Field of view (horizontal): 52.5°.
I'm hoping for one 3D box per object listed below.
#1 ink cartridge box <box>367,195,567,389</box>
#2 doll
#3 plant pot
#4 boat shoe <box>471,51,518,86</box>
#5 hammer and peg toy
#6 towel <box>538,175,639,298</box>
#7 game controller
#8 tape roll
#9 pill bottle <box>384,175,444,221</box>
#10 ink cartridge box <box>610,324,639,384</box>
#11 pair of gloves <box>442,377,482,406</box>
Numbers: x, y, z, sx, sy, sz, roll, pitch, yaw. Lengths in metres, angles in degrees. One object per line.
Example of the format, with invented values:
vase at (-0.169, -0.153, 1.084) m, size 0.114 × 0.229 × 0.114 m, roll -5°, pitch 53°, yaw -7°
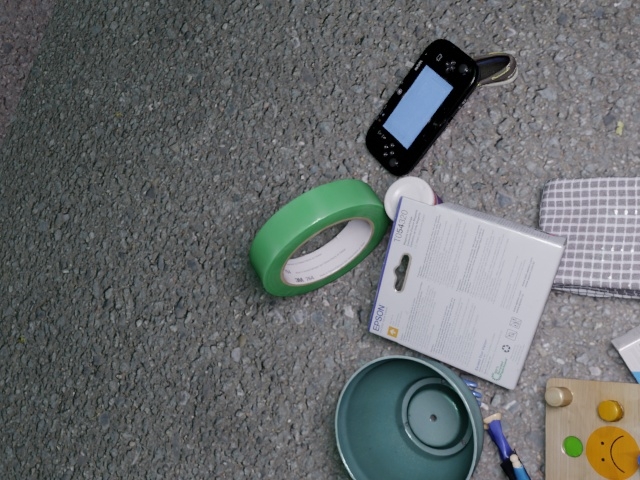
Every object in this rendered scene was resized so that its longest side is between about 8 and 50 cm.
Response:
ink cartridge box at (0.288, 0.097, 1.325) m, size 0.330 × 0.071 × 0.324 m, roll 21°, pitch 114°, yaw 21°
doll at (0.377, 0.438, 1.274) m, size 0.046 × 0.129 × 0.189 m, roll -20°, pitch 57°, yaw -4°
plant pot at (0.202, 0.370, 1.310) m, size 0.293 × 0.196 × 0.293 m, roll -2°, pitch 86°, yaw 31°
boat shoe at (0.346, -0.391, 1.530) m, size 0.227 × 0.068 × 0.081 m, roll -12°, pitch 73°, yaw 21°
hammer and peg toy at (0.538, 0.437, 1.165) m, size 0.266 × 0.127 × 0.361 m, roll -6°, pitch 77°, yaw 40°
towel at (0.570, -0.010, 1.272) m, size 0.283 × 0.121 × 0.235 m, roll 1°, pitch 75°, yaw 40°
game controller at (0.233, -0.309, 1.522) m, size 0.166 × 0.067 × 0.319 m, roll 47°, pitch 114°, yaw 25°
tape roll at (0.000, 0.000, 1.442) m, size 0.321 × 0.321 × 0.077 m, roll -38°, pitch 63°, yaw 11°
pill bottle at (0.220, -0.062, 1.431) m, size 0.108 × 0.193 × 0.108 m, roll -7°, pitch 74°, yaw 23°
ink cartridge box at (0.661, 0.196, 1.221) m, size 0.180 × 0.060 × 0.104 m, roll -32°, pitch 92°, yaw 13°
pair of gloves at (0.288, 0.278, 1.408) m, size 0.159 × 0.023 × 0.198 m, roll 17°, pitch 83°, yaw 27°
